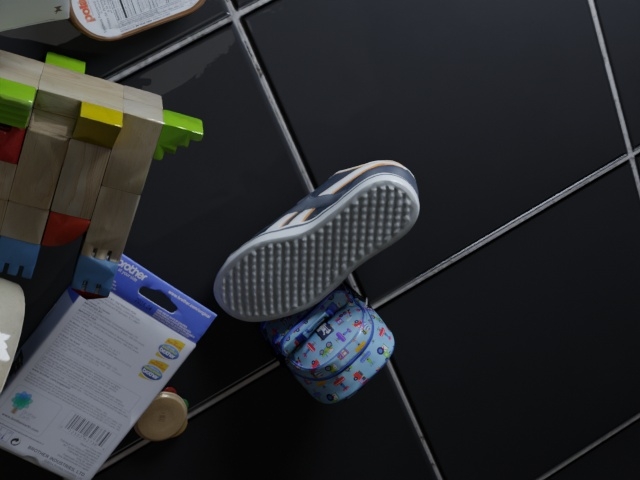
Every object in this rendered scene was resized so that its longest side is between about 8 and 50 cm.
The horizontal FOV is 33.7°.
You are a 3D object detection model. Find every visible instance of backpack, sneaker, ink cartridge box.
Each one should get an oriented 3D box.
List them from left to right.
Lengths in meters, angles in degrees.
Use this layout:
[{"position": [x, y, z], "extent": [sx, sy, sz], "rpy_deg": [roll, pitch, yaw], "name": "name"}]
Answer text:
[{"position": [-0.306, 0.170, 1.432], "extent": [0.186, 0.065, 0.311], "rpy_deg": [36, 96, -31], "name": "ink cartridge box"}, {"position": [0.000, 0.000, 1.465], "extent": [0.321, 0.127, 0.126], "rpy_deg": [-29, 108, 18], "name": "sneaker"}, {"position": [0.013, 0.140, 1.493], "extent": [0.158, 0.173, 0.117], "rpy_deg": [-41, 121, -3], "name": "backpack"}]

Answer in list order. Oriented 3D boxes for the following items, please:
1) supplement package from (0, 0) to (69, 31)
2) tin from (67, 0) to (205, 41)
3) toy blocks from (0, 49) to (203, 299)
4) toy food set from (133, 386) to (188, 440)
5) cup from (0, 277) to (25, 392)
[{"position": [-0.405, -0.317, 1.077], "extent": [0.262, 0.145, 0.204], "rpy_deg": [-18, 157, -21], "name": "supplement package"}, {"position": [-0.222, -0.311, 1.286], "extent": [0.190, 0.040, 0.106], "rpy_deg": [-24, 114, -13], "name": "tin"}, {"position": [-0.363, -0.078, 1.253], "extent": [0.382, 0.190, 0.260], "rpy_deg": [15, 113, -17], "name": "toy blocks"}, {"position": [-0.230, 0.251, 1.522], "extent": [0.083, 0.020, 0.082], "rpy_deg": [-6, 113, -21], "name": "toy food set"}, {"position": [-0.522, 0.147, 1.181], "extent": [0.237, 0.331, 0.331], "rpy_deg": [30, 97, -26], "name": "cup"}]
